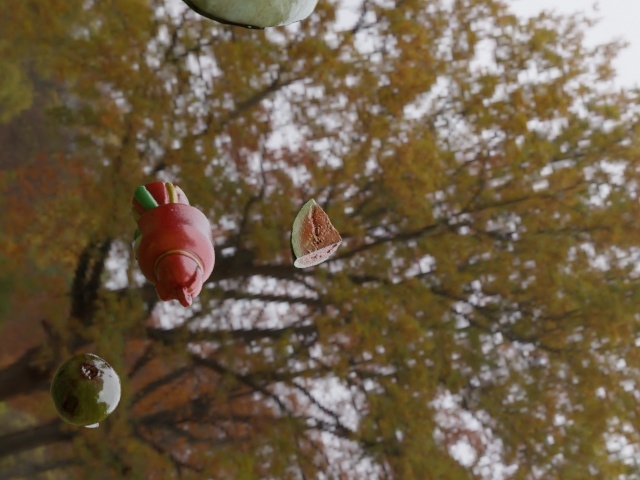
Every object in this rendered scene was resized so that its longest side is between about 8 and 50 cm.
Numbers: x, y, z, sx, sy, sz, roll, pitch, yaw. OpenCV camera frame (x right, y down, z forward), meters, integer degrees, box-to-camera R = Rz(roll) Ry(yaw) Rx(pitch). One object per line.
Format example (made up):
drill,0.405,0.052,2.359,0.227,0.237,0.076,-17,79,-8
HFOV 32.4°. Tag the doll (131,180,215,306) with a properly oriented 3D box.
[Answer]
doll,-0.303,0.013,2.290,0.363,0.160,0.182,-108,171,-49

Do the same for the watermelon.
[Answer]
watermelon,0.000,0.000,2.073,0.135,0.094,0.125,49,44,-56

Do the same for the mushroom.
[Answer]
mushroom,-0.103,-0.449,1.737,0.189,0.267,0.164,-102,-148,-44

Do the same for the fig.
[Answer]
fig,-0.423,0.291,1.974,0.236,0.124,0.124,112,-39,-56
